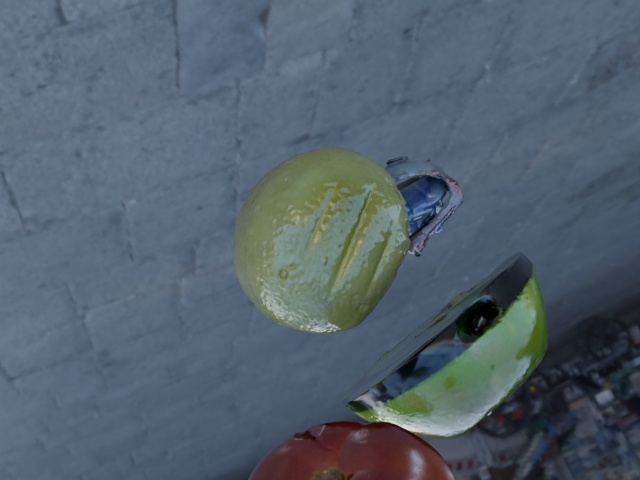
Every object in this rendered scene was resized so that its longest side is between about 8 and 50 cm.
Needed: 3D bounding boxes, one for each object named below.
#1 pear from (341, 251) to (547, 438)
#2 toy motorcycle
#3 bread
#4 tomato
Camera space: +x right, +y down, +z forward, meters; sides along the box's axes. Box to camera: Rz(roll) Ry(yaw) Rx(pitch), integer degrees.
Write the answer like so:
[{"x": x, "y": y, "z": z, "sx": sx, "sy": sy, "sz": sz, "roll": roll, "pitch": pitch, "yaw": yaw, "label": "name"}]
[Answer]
[{"x": 0.239, "y": 0.206, "z": 1.642, "sx": 0.399, "sy": 0.165, "sz": 0.399, "roll": -40, "pitch": 178, "yaw": -2, "label": "pear"}, {"x": 0.152, "y": -0.073, "z": 2.199, "sx": 0.319, "sy": 0.241, "sz": 0.182, "roll": -28, "pitch": -157, "yaw": -26, "label": "toy motorcycle"}, {"x": 0.003, "y": -0.001, "z": 1.678, "sx": 0.321, "sy": 0.320, "sz": 0.237, "roll": -19, "pitch": 180, "yaw": -15, "label": "bread"}, {"x": 0.043, "y": 0.380, "z": 1.255, "sx": 0.299, "sy": 0.298, "sz": 0.226, "roll": -22, "pitch": 121, "yaw": -7, "label": "tomato"}]
